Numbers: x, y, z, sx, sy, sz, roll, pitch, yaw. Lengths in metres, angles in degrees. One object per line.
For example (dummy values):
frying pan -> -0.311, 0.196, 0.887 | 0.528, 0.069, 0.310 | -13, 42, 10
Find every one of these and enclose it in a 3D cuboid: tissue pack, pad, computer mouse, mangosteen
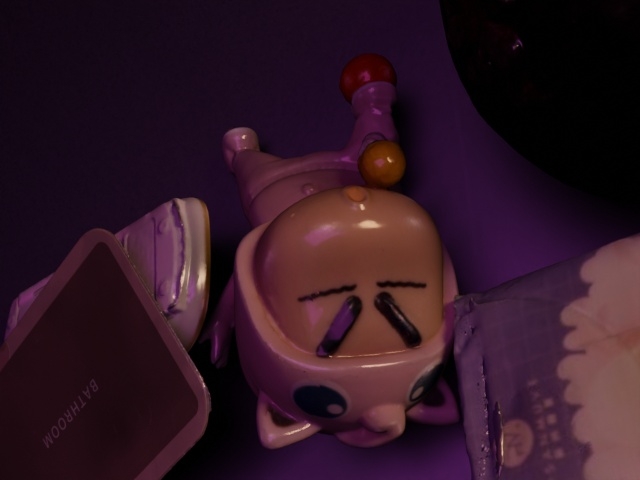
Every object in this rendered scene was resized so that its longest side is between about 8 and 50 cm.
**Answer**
tissue pack -> 0.254, 0.093, 0.586 | 0.343, 0.125, 0.243 | -22, 54, 27
pad -> -0.186, 0.130, 0.789 | 0.266, 0.002, 0.176 | -48, 65, 31
computer mouse -> -0.160, 0.054, 0.816 | 0.245, 0.056, 0.126 | -28, 53, 34
mangosteen -> 0.224, -0.161, 0.656 | 0.297, 0.313, 0.297 | -24, 62, 56

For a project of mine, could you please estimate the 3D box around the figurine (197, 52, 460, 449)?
figurine -> 0.000, 0.000, 0.740 | 0.176, 0.186, 0.288 | -2, 55, -5
